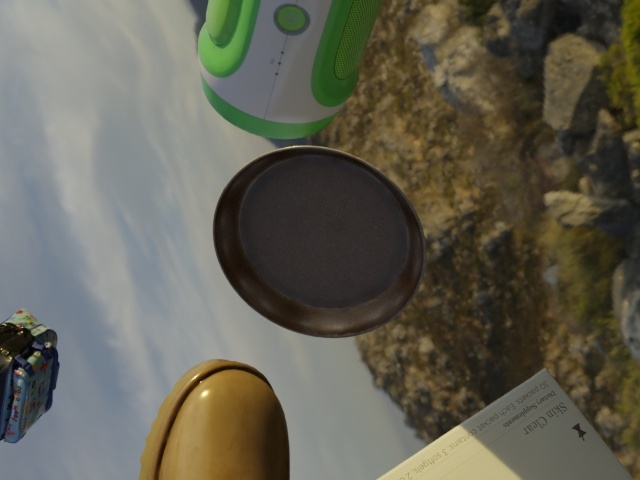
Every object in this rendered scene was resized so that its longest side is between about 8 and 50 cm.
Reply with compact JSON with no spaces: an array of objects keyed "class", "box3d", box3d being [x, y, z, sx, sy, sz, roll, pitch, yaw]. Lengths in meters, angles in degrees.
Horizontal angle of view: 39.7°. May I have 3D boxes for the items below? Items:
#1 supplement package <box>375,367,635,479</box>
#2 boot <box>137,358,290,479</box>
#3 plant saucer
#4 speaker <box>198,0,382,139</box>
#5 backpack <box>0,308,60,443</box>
[{"class":"supplement package","box3d":[0.088,0.251,0.679,0.145,0.261,0.204,53,146,18]},{"class":"boot","box3d":[0.000,0.183,0.423,0.269,0.089,0.236,-5,76,55]},{"class":"plant saucer","box3d":[0.000,0.000,1.270,0.311,0.310,0.050,66,-156,-22]},{"class":"speaker","box3d":[-0.003,-0.210,0.583,0.297,0.131,0.131,111,145,-46]},{"class":"backpack","box3d":[-0.442,0.189,1.293,0.173,0.116,0.158,-57,-16,-69]}]
